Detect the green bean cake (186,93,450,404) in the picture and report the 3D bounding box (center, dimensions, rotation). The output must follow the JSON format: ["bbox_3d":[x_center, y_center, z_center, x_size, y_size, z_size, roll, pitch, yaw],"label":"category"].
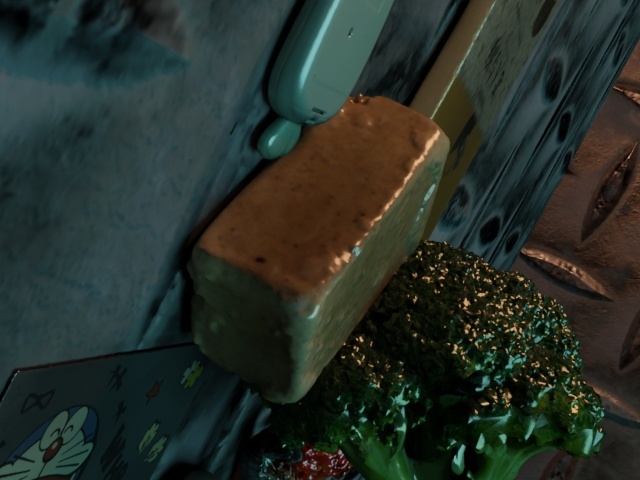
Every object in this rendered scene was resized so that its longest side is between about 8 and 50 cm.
[{"bbox_3d":[0.000,0.000,0.580,0.179,0.085,0.109,-51,161,-34],"label":"green bean cake"}]

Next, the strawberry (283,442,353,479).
[{"bbox_3d":[0.025,0.175,0.998,0.188,0.082,0.121,-51,160,-22],"label":"strawberry"}]

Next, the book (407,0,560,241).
[{"bbox_3d":[0.134,-0.129,0.876,0.389,0.032,0.269,-62,164,2],"label":"book"}]

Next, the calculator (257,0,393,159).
[{"bbox_3d":[0.008,-0.112,0.521,0.153,0.021,0.095,-64,164,8],"label":"calculator"}]

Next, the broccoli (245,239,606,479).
[{"bbox_3d":[0.070,0.129,0.713,0.269,0.254,0.269,1,90,-86],"label":"broccoli"}]

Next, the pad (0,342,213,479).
[{"bbox_3d":[-0.137,0.133,0.537,0.170,0.006,0.245,-62,164,5],"label":"pad"}]

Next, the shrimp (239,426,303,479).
[{"bbox_3d":[-0.045,0.224,0.892,0.082,0.076,0.174,-63,162,-45],"label":"shrimp"}]

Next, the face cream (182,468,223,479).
[{"bbox_3d":[-0.146,0.311,0.707,0.291,0.071,0.144,-58,166,-12],"label":"face cream"}]
